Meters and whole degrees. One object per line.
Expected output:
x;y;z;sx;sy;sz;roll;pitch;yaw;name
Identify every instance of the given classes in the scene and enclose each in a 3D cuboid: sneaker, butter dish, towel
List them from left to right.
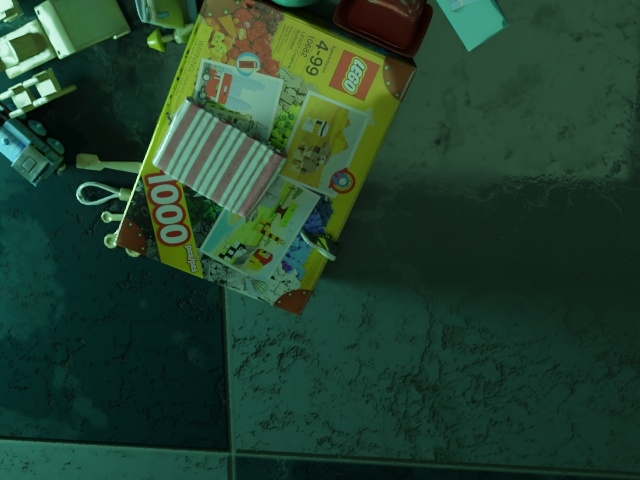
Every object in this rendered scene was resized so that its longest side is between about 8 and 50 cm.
-0.171;-0.137;1.545;0.197;0.029;0.144;31;118;-8;towel
0.000;0.000;1.609;0.083;0.031;0.035;36;94;-19;sneaker
0.123;-0.417;1.570;0.160;0.160;0.118;25;143;-2;butter dish

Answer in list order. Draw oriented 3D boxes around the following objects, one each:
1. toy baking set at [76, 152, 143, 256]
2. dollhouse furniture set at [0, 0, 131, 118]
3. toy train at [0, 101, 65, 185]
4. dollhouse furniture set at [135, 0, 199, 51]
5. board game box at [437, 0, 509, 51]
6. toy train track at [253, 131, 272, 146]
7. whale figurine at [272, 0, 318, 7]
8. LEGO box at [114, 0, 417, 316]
-0.377;-0.076;1.827;0.196;0.030;0.256;-22;105;13;toy baking set
-0.504;-0.379;1.706;0.242;0.161;0.212;-14;108;34;dollhouse furniture set
-0.576;-0.191;1.771;0.184;0.105;0.080;43;108;-9;toy train
-0.355;-0.470;1.554;0.198;0.286;0.304;-7;99;12;dollhouse furniture set
0.182;-0.487;1.501;0.079;0.254;0.336;-32;103;15;board game box
-0.122;-0.162;1.549;0.083;0.014;0.048;-2;118;7;toy train track
-0.096;-0.465;1.468;0.271;0.216;0.141;12;140;-15;whale figurine
-0.104;-0.171;1.657;0.372;0.193;0.500;21;110;-8;LEGO box
